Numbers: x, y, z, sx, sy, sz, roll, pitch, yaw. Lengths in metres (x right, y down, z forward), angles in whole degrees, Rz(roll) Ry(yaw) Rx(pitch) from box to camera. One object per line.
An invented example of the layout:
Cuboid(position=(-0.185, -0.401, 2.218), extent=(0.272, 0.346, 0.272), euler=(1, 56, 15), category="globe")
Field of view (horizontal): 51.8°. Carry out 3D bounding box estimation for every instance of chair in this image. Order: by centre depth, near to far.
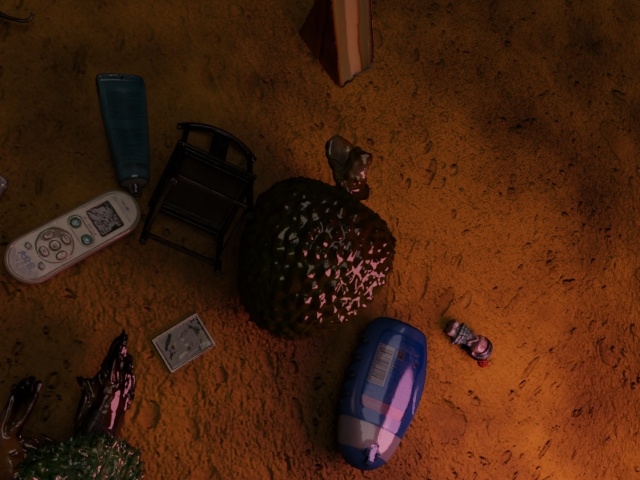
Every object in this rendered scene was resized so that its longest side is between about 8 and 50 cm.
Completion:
Cuboid(position=(-0.198, -0.083, 1.098), extent=(0.155, 0.141, 0.260), euler=(25, 24, -18), category="chair")

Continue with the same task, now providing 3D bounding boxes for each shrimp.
Cuboid(position=(-0.377, 0.262, 0.964), extent=(0.178, 0.075, 0.289), euler=(17, 85, -22), category="shrimp")

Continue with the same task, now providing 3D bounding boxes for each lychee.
Cuboid(position=(-0.007, 0.010, 1.086), extent=(0.320, 0.270, 0.270), euler=(-36, 94, -14), category="lychee")

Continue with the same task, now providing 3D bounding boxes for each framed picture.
Cuboid(position=(-0.225, 0.169, 1.087), extent=(0.089, 0.007, 0.066), euler=(-31, 91, -28), category="framed picture")

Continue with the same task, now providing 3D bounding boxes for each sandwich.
Cuboid(position=(0.063, -0.418, 1.271), extent=(0.117, 0.187, 0.144), euler=(-42, 90, -26), category="sandwich")

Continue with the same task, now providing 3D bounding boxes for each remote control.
Cuboid(position=(-0.387, -0.006, 1.038), extent=(0.221, 0.042, 0.078), euler=(-34, 92, -28), category="remote control")

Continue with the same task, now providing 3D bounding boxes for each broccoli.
Cuboid(position=(-0.317, 0.366, 0.851), extent=(0.194, 0.194, 0.219), euler=(34, 93, -14), category="broccoli")

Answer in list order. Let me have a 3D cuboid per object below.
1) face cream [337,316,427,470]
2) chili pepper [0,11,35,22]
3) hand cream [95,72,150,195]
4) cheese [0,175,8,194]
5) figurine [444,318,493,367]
Cuboid(position=(0.108, 0.275, 1.169), extent=(0.149, 0.083, 0.264), euler=(28, 67, -15), category="face cream")
Cuboid(position=(-0.594, -0.385, 1.034), extent=(0.268, 0.050, 0.059), euler=(13, 88, -20), category="chili pepper")
Cuboid(position=(-0.328, -0.181, 1.114), extent=(0.083, 0.048, 0.224), euler=(-3, 72, -26), category="hand cream")
Cuboid(position=(-0.541, 0.004, 0.959), extent=(0.127, 0.054, 0.251), euler=(33, 65, -13), category="cheese")
Cuboid(position=(0.291, 0.200, 1.293), extent=(0.106, 0.047, 0.060), euler=(36, 49, -8), category="figurine")
